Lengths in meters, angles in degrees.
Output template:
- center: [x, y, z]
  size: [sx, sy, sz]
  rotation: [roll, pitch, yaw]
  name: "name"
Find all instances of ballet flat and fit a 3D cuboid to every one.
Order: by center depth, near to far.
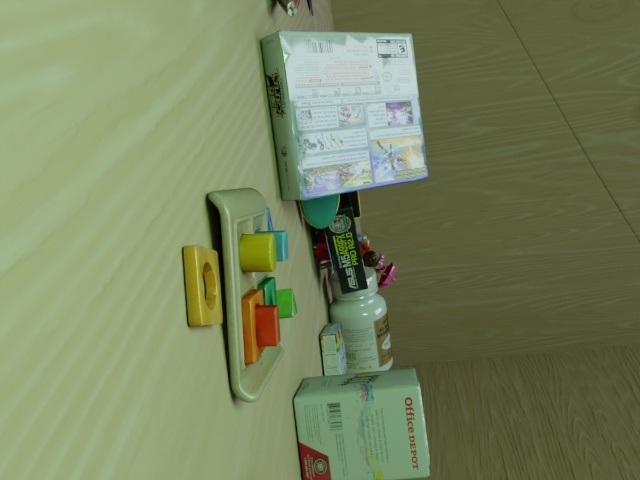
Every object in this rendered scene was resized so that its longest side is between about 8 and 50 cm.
- center: [-0.017, -0.126, 1.109]
  size: [0.077, 0.077, 0.231]
  rotation: [-113, -174, -47]
  name: "ballet flat"

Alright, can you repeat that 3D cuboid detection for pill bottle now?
- center: [0.087, 0.182, 1.435]
  size: [0.131, 0.131, 0.229]
  rotation: [-77, 159, -72]
  name: "pill bottle"

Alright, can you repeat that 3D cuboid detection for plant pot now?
- center: [0.061, -0.097, 1.744]
  size: [0.083, 0.082, 0.081]
  rotation: [-152, -125, -83]
  name: "plant pot"

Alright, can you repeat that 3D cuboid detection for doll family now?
- center: [0.078, 0.117, 1.570]
  size: [0.163, 0.118, 0.262]
  rotation: [-127, -150, -65]
  name: "doll family"

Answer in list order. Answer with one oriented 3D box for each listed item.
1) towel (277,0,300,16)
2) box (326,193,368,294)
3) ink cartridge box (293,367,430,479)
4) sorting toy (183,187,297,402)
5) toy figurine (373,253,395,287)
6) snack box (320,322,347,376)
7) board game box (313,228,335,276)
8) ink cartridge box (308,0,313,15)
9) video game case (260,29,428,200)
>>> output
- center: [-0.032, -0.482, 1.064]
  size: [0.144, 0.029, 0.197]
  rotation: [-110, -140, -61]
  name: "towel"
- center: [0.038, -0.056, 1.345]
  size: [0.270, 0.060, 0.216]
  rotation: [-99, 177, -51]
  name: "box"
- center: [0.062, 0.265, 0.919]
  size: [0.127, 0.176, 0.128]
  rotation: [-9, 93, -83]
  name: "ink cartridge box"
- center: [-0.059, 0.043, 0.647]
  size: [0.347, 0.047, 0.195]
  rotation: [-46, 129, -81]
  name: "sorting toy"
- center: [0.135, 0.079, 1.837]
  size: [0.130, 0.159, 0.173]
  rotation: [-85, 166, -61]
  name: "toy figurine"
- center: [0.028, 0.226, 1.279]
  size: [0.141, 0.037, 0.100]
  rotation: [-16, 101, -84]
  name: "snack box"
- center: [0.000, 0.000, 1.298]
  size: [0.168, 0.033, 0.133]
  rotation: [-95, 172, -75]
  name: "board game box"
- center: [-0.030, -0.841, 1.712]
  size: [0.330, 0.072, 0.324]
  rotation: [58, 26, -72]
  name: "ink cartridge box"
- center: [0.046, -0.200, 1.008]
  size: [0.061, 0.270, 0.244]
  rotation: [0, -80, 54]
  name: "video game case"
